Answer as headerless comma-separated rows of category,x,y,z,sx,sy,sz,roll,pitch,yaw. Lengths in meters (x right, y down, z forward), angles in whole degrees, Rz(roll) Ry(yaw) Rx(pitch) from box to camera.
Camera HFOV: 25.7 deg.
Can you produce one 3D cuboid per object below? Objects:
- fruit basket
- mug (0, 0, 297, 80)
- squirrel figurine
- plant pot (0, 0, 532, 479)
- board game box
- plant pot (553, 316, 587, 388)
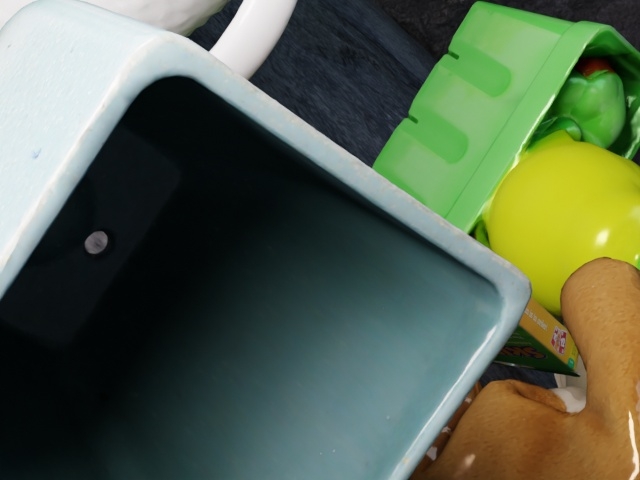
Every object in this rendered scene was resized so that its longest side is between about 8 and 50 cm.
fruit basket,0.241,-0.032,1.442,0.392,0.392,0.283,54,18,29
mug,-0.148,-0.255,1.110,0.276,0.328,0.374,21,28,-54
squirrel figurine,0.270,0.168,0.911,0.281,0.370,0.397,36,37,-26
plant pot,-0.103,0.026,0.698,0.247,0.247,0.252,32,4,-36
board game box,0.114,0.053,1.128,0.124,0.039,0.259,7,-21,34
plant pot,0.381,0.173,1.442,0.334,0.334,0.305,44,26,-1
